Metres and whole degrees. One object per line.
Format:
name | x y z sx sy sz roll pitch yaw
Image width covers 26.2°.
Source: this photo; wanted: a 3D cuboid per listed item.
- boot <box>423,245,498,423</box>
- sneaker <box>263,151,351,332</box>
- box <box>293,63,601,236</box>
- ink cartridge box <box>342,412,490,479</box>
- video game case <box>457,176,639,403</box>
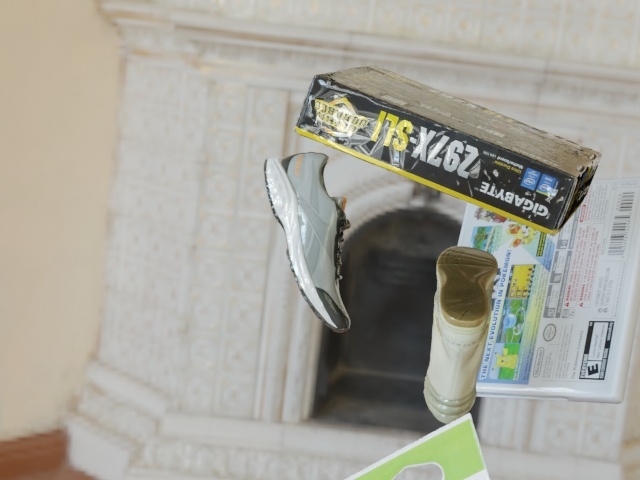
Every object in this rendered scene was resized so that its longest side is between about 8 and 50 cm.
boot | 0.174 0.114 1.731 0.077 0.165 0.213 8 27 5
sneaker | 0.000 0.000 1.975 0.108 0.272 0.100 -17 -3 1
box | 0.159 -0.116 1.629 0.322 0.079 0.257 23 14 12
ink cartridge box | 0.137 0.307 1.237 0.097 0.255 0.189 8 -33 -43
video game case | 0.314 0.067 1.954 0.300 0.329 0.036 -2 -26 38
